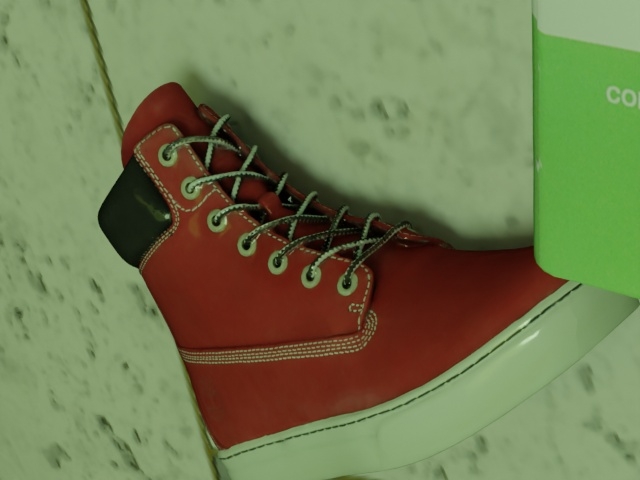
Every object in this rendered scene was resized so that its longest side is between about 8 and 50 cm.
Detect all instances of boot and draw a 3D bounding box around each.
[{"bbox_3d":[0.000,0.000,0.630,0.244,0.088,0.176,-26,93,50],"label":"boot"}]

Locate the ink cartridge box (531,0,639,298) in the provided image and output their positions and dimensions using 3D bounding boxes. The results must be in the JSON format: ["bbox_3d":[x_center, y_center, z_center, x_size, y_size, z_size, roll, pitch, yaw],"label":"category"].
[{"bbox_3d":[0.140,-0.138,0.337,0.115,0.198,0.272,17,124,35],"label":"ink cartridge box"}]
